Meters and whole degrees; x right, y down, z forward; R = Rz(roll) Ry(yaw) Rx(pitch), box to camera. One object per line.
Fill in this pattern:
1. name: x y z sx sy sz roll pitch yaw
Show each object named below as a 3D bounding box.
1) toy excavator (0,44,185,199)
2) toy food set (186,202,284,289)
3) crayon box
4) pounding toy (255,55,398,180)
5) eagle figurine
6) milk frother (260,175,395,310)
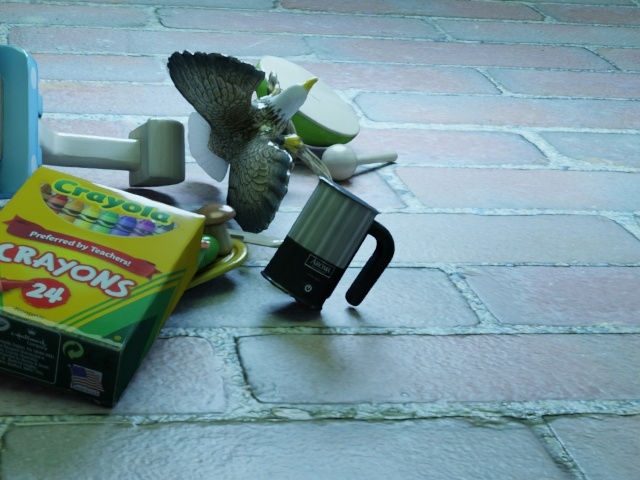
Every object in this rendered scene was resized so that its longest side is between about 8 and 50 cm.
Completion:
1. toy excavator: -0.406 -0.135 1.965 0.433 0.222 0.445 -2 -4 3
2. toy food set: -0.157 -0.003 1.865 0.218 0.071 0.128 -24 26 -38
3. crayon box: -0.252 0.027 1.666 0.202 0.081 0.318 16 33 6
4. pounding toy: -0.026 -0.160 2.351 0.237 0.110 0.183 45 23 16
5. eagle figurine: -0.095 -0.146 2.073 0.226 0.225 0.298 23 17 11
6. milk frother: 0.000 0.000 1.840 0.129 0.135 0.143 29 6 -39
